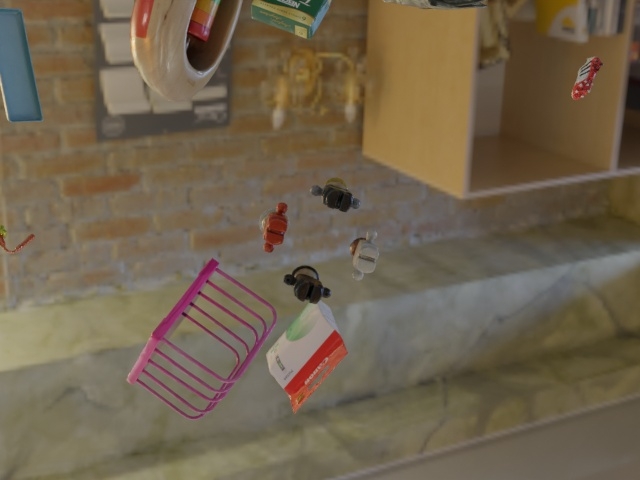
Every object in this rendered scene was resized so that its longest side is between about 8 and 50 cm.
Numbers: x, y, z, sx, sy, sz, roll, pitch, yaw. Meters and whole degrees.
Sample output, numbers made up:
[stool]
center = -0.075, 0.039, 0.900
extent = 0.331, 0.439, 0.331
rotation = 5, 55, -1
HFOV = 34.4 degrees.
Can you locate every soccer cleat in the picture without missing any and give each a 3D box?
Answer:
[soccer cleat]
center = 0.457, -0.281, 1.792
extent = 0.029, 0.083, 0.035
rotation = 29, -179, -27

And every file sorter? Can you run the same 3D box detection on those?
[file sorter]
center = -0.232, 0.212, 2.057
extent = 0.182, 0.291, 0.202
rotation = 36, -121, -2

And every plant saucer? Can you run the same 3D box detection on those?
[plant saucer]
center = -0.505, -0.287, 1.703
extent = 0.018, 0.192, 0.067
rotation = -13, 179, 40

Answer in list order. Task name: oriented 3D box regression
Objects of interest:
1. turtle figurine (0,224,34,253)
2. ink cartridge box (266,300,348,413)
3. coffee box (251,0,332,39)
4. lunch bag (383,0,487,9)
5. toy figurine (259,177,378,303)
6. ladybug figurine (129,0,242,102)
[turtle figurine]
center = -0.622, -0.004, 1.706
extent = 0.087, 0.217, 0.269
rotation = -24, -169, 48
[ink cartridge box]
center = -0.034, 0.242, 2.223
extent = 0.056, 0.181, 0.225
rotation = 36, -168, -18
[coffee box]
center = -0.029, -0.433, 1.749
extent = 0.113, 0.040, 0.184
rotation = 24, -116, 9
[lunch bag]
center = 0.262, -0.540, 2.000
extent = 0.287, 0.169, 0.235
rotation = -39, -156, -5
[toy figurine]
center = 0.000, 0.000, 2.026
extent = 0.209, 0.213, 0.148
rotation = -30, -170, 1
[ladybug figurine]
center = -0.300, -0.536, 2.314
extent = 0.162, 0.449, 0.305
rotation = 19, 176, 20
